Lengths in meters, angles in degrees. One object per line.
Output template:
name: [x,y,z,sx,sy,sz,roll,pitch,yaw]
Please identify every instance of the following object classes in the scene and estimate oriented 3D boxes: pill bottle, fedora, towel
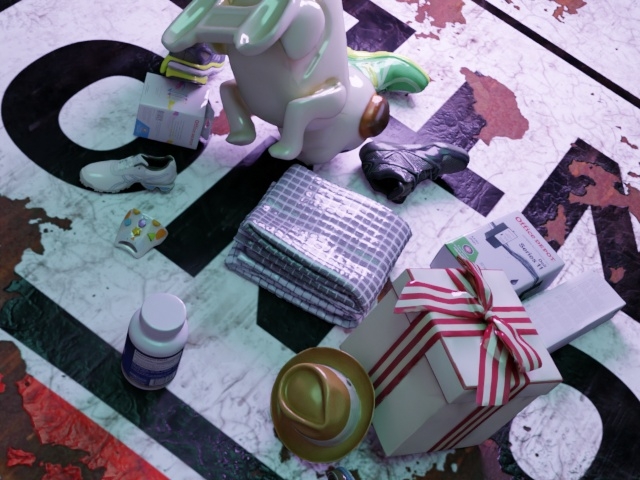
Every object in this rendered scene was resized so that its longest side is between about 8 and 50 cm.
pill bottle: [-0.259,0.156,1.589,0.094,0.169,0.094,10,51,-12]
fedora: [-0.009,0.255,1.603,0.194,0.079,0.194,-9,68,23]
towel: [0.000,0.000,1.834,0.284,0.121,0.235,29,49,4]

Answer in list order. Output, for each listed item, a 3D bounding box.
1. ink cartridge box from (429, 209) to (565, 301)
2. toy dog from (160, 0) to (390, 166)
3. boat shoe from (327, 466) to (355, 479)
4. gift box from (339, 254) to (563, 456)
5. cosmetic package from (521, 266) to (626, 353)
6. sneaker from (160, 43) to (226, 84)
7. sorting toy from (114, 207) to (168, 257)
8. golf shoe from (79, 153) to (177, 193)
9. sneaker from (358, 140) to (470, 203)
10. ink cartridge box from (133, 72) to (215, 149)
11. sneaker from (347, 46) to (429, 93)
ink cartridge box: [0.340,0.048,1.935,0.208,0.087,0.153,-23,64,-33]
toy dog: [-0.046,-0.323,1.918,0.285,0.408,0.395,3,52,37]
boat shoe: [0.033,0.434,1.542,0.066,0.066,0.183,-3,55,-20]
gift box: [0.203,0.195,1.625,0.276,0.258,0.255,-2,53,-41]
cosmetic package: [0.462,0.140,1.922,0.239,0.060,0.099,-22,65,-32]
sneaker: [-0.236,-0.399,2.020,0.111,0.121,0.300,18,22,-6]
sorting toy: [-0.325,-0.009,1.788,0.083,0.045,0.075,29,69,4]
golf shoe: [-0.349,-0.134,1.841,0.176,0.086,0.069,-3,56,-19]
sneaker: [0.196,-0.132,2.030,0.228,0.087,0.130,1,55,-14]
ink cartridge box: [-0.278,-0.247,1.949,0.143,0.092,0.089,13,50,-11]
sneaker: [0.087,-0.342,2.159,0.296,0.109,0.123,7,73,-15]
